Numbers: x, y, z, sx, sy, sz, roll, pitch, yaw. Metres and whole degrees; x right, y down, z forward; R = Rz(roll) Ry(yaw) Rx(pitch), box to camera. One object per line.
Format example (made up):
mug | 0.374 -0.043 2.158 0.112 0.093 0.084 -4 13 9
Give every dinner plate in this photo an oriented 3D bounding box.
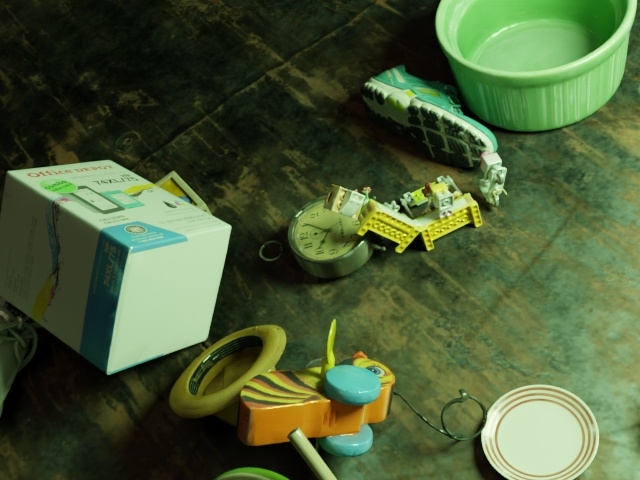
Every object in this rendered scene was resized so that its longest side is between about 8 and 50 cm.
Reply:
dinner plate | 0.271 0.243 1.097 0.141 0.017 0.141 -9 48 10

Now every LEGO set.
LEGO set | 0.126 -0.064 1.309 0.287 0.132 0.107 -9 42 -17

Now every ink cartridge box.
ink cartridge box | -0.308 0.026 1.288 0.270 0.197 0.198 27 24 29

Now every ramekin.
ramekin | 0.345 -0.317 1.419 0.304 0.148 0.303 -9 52 12

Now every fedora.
fedora | -0.112 0.195 1.205 0.194 0.079 0.194 -27 19 10

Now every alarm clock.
alarm clock | 0.000 0.000 1.347 0.192 0.064 0.129 -11 51 6

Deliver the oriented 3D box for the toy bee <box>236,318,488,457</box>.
toy bee | 0.031 0.207 1.140 0.195 0.298 0.162 -62 21 11

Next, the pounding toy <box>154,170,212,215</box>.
pounding toy | -0.266 -0.045 1.447 0.130 0.100 0.141 -37 51 -12

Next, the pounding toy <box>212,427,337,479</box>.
pounding toy | -0.033 0.329 1.067 0.237 0.110 0.183 -41 84 28

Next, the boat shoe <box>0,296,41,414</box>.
boat shoe | -0.489 0.132 1.362 0.156 0.136 0.367 -27 41 16

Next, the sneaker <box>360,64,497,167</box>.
sneaker | 0.183 -0.213 1.426 0.110 0.107 0.275 -37 51 -18

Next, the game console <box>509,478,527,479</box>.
game console | 0.259 0.383 0.905 0.293 0.250 0.173 20 89 31
